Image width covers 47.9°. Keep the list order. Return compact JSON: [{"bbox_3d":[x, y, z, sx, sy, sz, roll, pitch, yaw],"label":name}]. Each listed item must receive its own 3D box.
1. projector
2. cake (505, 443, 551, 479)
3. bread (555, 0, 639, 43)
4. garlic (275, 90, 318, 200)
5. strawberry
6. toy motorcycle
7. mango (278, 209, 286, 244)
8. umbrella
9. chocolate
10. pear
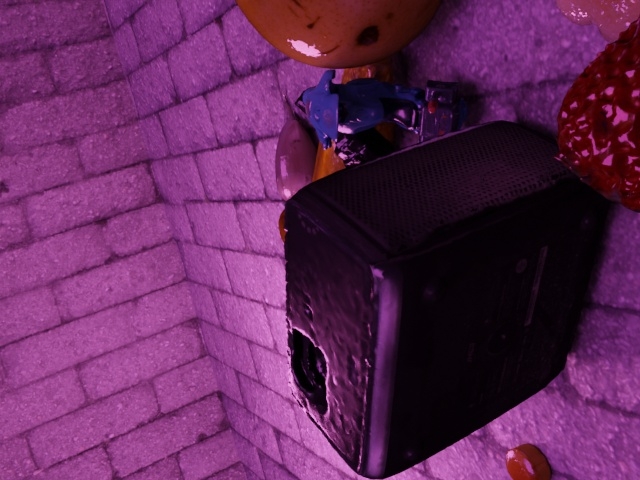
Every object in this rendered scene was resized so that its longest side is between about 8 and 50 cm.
[{"bbox_3d":[0.177,0.075,1.009,0.242,0.405,0.395,40,140,44],"label":"projector"},{"bbox_3d":[0.368,0.405,1.283,0.084,0.044,0.084,39,138,46],"label":"cake"},{"bbox_3d":[0.341,-0.322,0.833,0.251,0.039,0.182,48,146,36],"label":"bread"},{"bbox_3d":[-0.057,-0.202,1.643,0.148,0.128,0.267,19,115,44],"label":"garlic"},{"bbox_3d":[0.369,-0.152,0.755,0.205,0.205,0.244,48,126,37],"label":"strawberry"},{"bbox_3d":[0.093,-0.207,1.133,0.272,0.182,0.124,8,118,11],"label":"toy motorcycle"},{"bbox_3d":[0.000,0.000,1.636,0.253,0.113,0.138,27,133,43],"label":"mango"},{"bbox_3d":[0.097,-0.140,1.231,0.340,0.118,0.118,40,149,2],"label":"umbrella"},{"bbox_3d":[0.061,-0.146,1.364,0.162,0.162,0.445,50,146,36],"label":"chocolate"},{"bbox_3d":[0.018,-0.429,1.074,0.348,0.348,0.348,42,142,44],"label":"pear"}]
